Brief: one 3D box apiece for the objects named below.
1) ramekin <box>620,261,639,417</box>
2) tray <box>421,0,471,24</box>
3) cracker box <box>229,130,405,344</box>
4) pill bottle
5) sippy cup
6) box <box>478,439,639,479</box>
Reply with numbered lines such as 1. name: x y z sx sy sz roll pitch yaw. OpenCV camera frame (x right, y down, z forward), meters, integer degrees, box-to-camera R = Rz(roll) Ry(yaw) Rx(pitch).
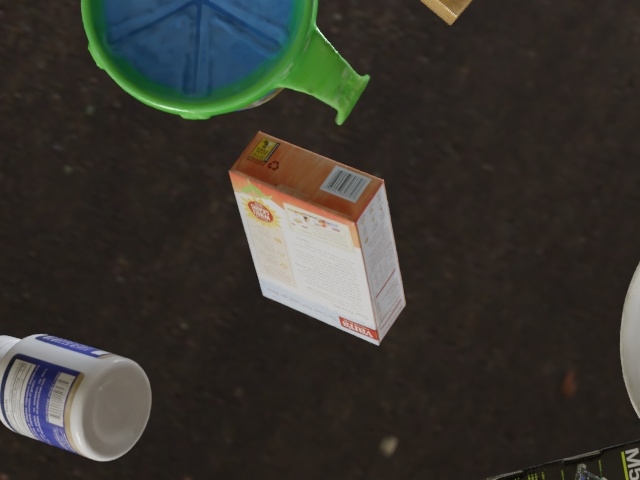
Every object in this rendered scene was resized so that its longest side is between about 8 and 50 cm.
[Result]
1. ramekin: 0.303 0.070 1.362 0.109 0.207 0.207 6 102 -27
2. tray: 0.016 -0.386 1.560 0.203 0.411 0.076 -50 -178 1
3. cracker box: 0.000 0.000 2.065 0.067 0.156 0.232 -55 154 -27
4. pill bottle: -0.282 0.160 2.057 0.112 0.187 0.112 -19 115 -47
5. sippy cup: -0.107 -0.228 1.974 0.240 0.305 0.224 -24 173 4
6. box: 0.194 0.268 1.520 0.045 0.184 0.190 40 37 -58
